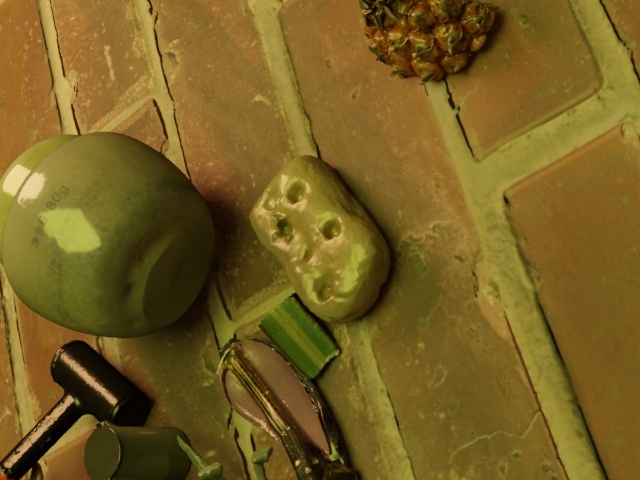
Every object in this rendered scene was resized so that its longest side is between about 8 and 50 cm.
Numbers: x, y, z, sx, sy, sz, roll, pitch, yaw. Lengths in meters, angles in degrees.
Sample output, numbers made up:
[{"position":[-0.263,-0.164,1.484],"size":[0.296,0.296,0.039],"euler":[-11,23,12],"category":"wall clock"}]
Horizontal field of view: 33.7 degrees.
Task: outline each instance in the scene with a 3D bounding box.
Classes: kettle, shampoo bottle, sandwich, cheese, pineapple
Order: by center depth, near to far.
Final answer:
[{"position":[0.110,-0.306,1.513],"size":[0.250,0.164,0.140],"euler":[23,101,37],"category":"pineapple"},{"position":[-0.001,0.000,1.563],"size":[0.159,0.093,0.263],"euler":[-51,54,18],"category":"cheese"},{"position":[-0.028,0.144,1.589],"size":[0.074,0.074,0.116],"euler":[-42,86,0],"category":"sandwich"},{"position":[-0.292,0.353,1.666],"size":[0.098,0.148,0.127],"euler":[8,84,39],"category":"kettle"},{"position":[-0.344,-0.008,1.689],"size":[0.317,0.322,0.322],"euler":[25,95,34],"category":"shampoo bottle"}]

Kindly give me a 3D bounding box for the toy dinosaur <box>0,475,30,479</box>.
[{"position":[-0.553,0.438,1.813],"size":[0.070,0.288,0.117],"euler":[37,93,3],"category":"toy dinosaur"}]

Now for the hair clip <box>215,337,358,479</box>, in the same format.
[{"position":[-0.053,0.260,1.560],"size":[0.358,0.095,0.110],"euler":[51,141,44],"category":"hair clip"}]

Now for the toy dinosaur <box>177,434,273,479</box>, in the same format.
[{"position":[-0.113,0.375,1.522],"size":[0.393,0.092,0.205],"euler":[15,133,42],"category":"toy dinosaur"}]

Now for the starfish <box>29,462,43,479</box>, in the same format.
[{"position":[-0.430,0.603,1.738],"size":[0.398,0.132,0.384],"euler":[27,92,36],"category":"starfish"}]

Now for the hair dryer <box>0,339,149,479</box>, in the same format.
[{"position":[-0.430,0.306,1.776],"size":[0.197,0.089,0.251],"euler":[30,66,37],"category":"hair dryer"}]
